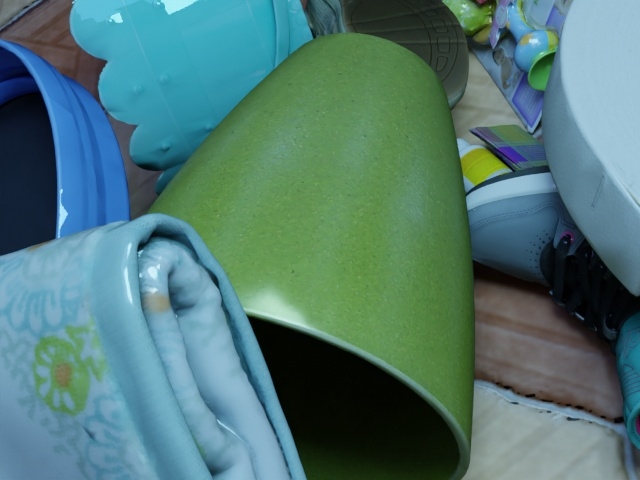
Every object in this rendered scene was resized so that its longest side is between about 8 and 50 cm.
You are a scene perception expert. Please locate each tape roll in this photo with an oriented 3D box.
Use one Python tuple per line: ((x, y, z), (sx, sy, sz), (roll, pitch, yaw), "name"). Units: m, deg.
((0.346, -0.077, 0.691), (0.392, 0.072, 0.392), (1, 52, -1), "tape roll")

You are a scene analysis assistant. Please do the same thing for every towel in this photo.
((-0.142, 0.191, 0.610), (0.321, 0.374, 0.090), (-15, 7, 34), "towel")
((0.171, -0.076, 0.881), (0.060, 0.009, 0.083), (-7, 39, -37), "towel")

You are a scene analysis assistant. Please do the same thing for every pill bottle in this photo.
((0.137, -0.052, 0.876), (0.043, 0.043, 0.083), (-37, 51, -5), "pill bottle")

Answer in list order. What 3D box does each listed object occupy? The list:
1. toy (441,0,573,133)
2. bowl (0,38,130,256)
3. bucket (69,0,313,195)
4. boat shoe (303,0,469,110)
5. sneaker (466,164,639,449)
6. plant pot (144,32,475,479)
((0.146, -0.222, 0.933), (0.056, 0.136, 0.237), (-7, 47, -26), "toy")
((-0.295, 0.027, 0.872), (0.391, 0.077, 0.391), (-12, 72, 43), "bowl")
((-0.108, -0.195, 0.946), (0.183, 0.281, 0.281), (-21, 51, 2), "bucket")
((0.051, -0.185, 0.964), (0.109, 0.098, 0.302), (-8, 41, -17), "boat shoe")
((0.216, 0.054, 0.723), (0.296, 0.123, 0.178), (8, 50, 26), "sneaker")
((0.000, 0.000, 0.757), (0.275, 0.274, 0.293), (2, 54, 24), "plant pot")
